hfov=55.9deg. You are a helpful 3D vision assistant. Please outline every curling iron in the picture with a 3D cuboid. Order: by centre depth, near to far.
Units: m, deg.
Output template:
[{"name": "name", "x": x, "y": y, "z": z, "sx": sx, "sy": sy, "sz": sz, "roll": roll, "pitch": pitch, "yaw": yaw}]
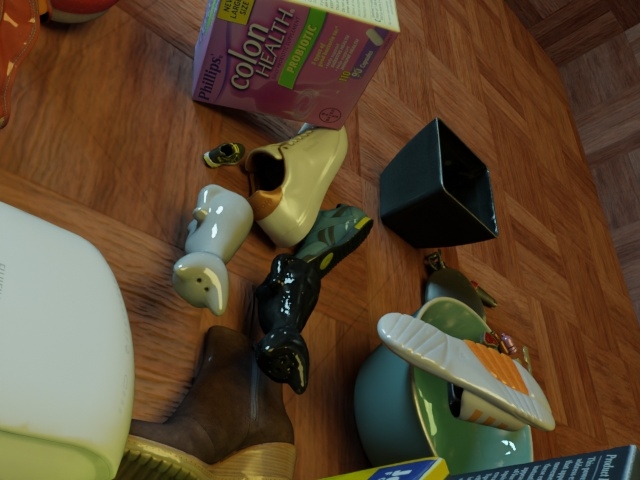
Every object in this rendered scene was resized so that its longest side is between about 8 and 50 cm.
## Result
[{"name": "curling iron", "x": 0.315, "y": 0.090, "z": 1.294, "sx": 0.274, "sy": 0.035, "sz": 0.068, "roll": 31, "pitch": 33, "yaw": -38}]

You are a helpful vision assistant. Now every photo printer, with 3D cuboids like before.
[{"name": "photo printer", "x": -0.282, "y": 0.062, "z": 0.450, "sx": 0.307, "sy": 0.107, "sz": 0.256, "roll": 30, "pitch": 23, "yaw": -37}]

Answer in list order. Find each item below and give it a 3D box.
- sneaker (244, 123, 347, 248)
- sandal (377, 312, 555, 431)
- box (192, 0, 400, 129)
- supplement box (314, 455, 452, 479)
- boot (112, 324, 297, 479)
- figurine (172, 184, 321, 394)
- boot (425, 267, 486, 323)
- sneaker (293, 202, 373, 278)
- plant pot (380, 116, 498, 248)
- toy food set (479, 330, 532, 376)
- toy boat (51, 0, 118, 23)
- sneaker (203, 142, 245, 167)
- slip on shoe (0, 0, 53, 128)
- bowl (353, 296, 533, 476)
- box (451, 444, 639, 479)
[{"name": "sneaker", "x": -0.040, "y": -0.132, "z": 0.936, "sx": 0.123, "sy": 0.106, "sz": 0.290, "roll": 45, "pitch": 40, "yaw": -27}, {"name": "sandal", "x": 0.174, "y": 0.176, "z": 0.769, "sx": 0.265, "sy": 0.076, "sz": 0.102, "roll": 28, "pitch": 29, "yaw": -10}, {"name": "box", "x": -0.044, "y": -0.291, "z": 0.872, "sx": 0.243, "sy": 0.213, "sz": 0.117, "roll": 9, "pitch": 58, "yaw": -20}, {"name": "supplement box", "x": -0.064, "y": 0.304, "z": 0.411, "sx": 0.195, "sy": 0.357, "sz": 0.194, "roll": -13, "pitch": 78, "yaw": -54}, {"name": "boot", "x": -0.132, "y": 0.182, "z": 0.667, "sx": 0.248, "sy": 0.090, "sz": 0.206, "roll": 31, "pitch": 33, "yaw": -33}, {"name": "figurine", "x": -0.086, "y": 0.055, "z": 0.711, "sx": 0.215, "sy": 0.092, "sz": 0.209, "roll": 46, "pitch": 16, "yaw": -21}, {"name": "boot", "x": 0.274, "y": 0.203, "z": 1.152, "sx": 0.115, "sy": 0.112, "sz": 0.305, "roll": 57, "pitch": 16, "yaw": -66}, {"name": "sneaker", "x": 0.000, "y": 0.000, "z": 0.953, "sx": 0.082, "sy": 0.069, "sz": 0.209, "roll": 34, "pitch": 42, "yaw": 17}, {"name": "plant pot", "x": 0.219, "y": -0.091, "z": 1.184, "sx": 0.187, "sy": 0.167, "sz": 0.188, "roll": 34, "pitch": 45, "yaw": -35}, {"name": "toy food set", "x": 0.284, "y": 0.176, "z": 0.943, "sx": 0.122, "sy": 0.019, "sz": 0.078, "roll": 27, "pitch": 47, "yaw": -29}, {"name": "toy boat", "x": -0.323, "y": -0.374, "z": 0.700, "sx": 0.231, "sy": 0.151, "sz": 0.151, "roll": 37, "pitch": 43, "yaw": -31}, {"name": "sneaker", "x": -0.132, "y": -0.127, "z": 0.880, "sx": 0.031, "sy": 0.035, "sz": 0.083, "roll": 60, "pitch": 35, "yaw": -5}, {"name": "slip on shoe", "x": -0.321, "y": -0.263, "z": 0.603, "sx": 0.101, "sy": 0.123, "sz": 0.331, "roll": 26, "pitch": 76, "yaw": -57}, {"name": "bowl", "x": 0.164, "y": 0.254, "z": 0.896, "sx": 0.311, "sy": 0.163, "sz": 0.311, "roll": 30, "pitch": 47, "yaw": -38}, {"name": "box", "x": 0.168, "y": 0.414, "z": 0.597, "sx": 0.212, "sy": 0.395, "sz": 0.293, "roll": -20, "pitch": 85, "yaw": -54}]
